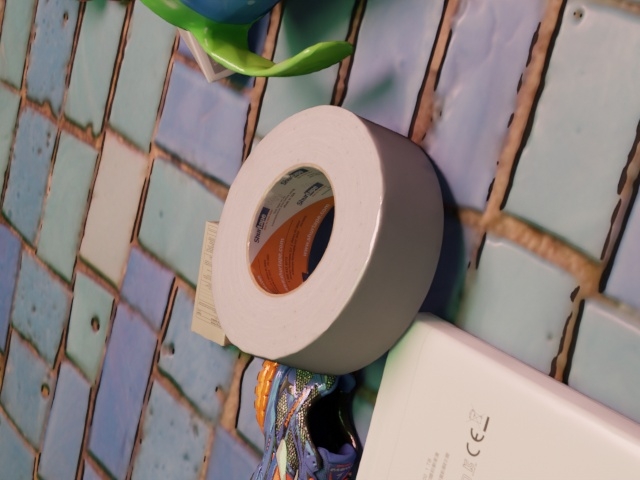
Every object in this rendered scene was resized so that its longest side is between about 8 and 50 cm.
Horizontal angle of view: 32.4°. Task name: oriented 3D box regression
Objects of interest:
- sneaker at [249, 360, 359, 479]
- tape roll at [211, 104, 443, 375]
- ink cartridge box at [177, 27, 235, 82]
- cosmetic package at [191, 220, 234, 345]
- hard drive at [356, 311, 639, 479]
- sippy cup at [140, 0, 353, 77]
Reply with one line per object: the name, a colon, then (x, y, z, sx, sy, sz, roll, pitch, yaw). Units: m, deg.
sneaker: (-0.011, 0.204, 0.971, 0.087, 0.083, 0.221, -2, 90, 44)
tape roll: (0.000, 0.000, 0.929, 0.219, 0.072, 0.219, -25, 56, 42)
ink cartridge box: (-0.140, -0.261, 1.112, 0.179, 0.045, 0.145, -117, 5, -49)
cosmetic package: (-0.090, 0.042, 1.092, 0.060, 0.041, 0.115, 20, 104, 47)
hard drive: (0.161, 0.224, 0.795, 0.353, 0.047, 0.233, 28, 109, 47)
sippy cup: (-0.039, -0.311, 0.923, 0.224, 0.240, 0.305, -9, 127, 39)
